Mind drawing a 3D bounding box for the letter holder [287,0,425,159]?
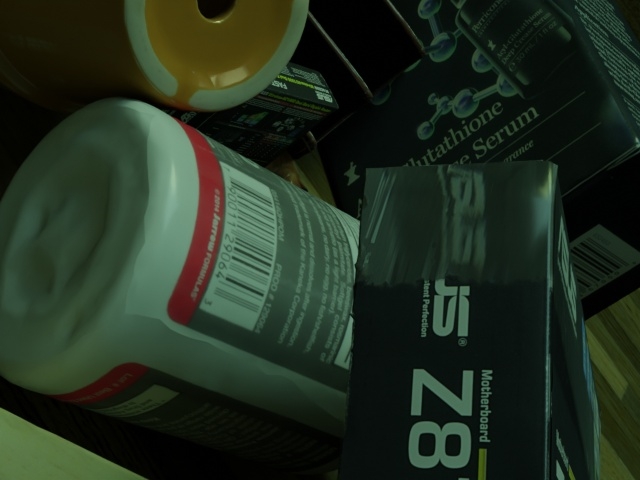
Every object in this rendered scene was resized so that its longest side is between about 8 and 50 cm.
[{"bbox_3d":[-0.055,-0.235,1.023,0.302,0.152,0.214,51,-2,-5],"label":"letter holder"}]

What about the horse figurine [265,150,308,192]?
[{"bbox_3d":[-0.103,-0.101,0.969,0.263,0.066,0.174,48,32,-16],"label":"horse figurine"}]

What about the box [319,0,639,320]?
[{"bbox_3d":[0.176,-0.119,1.188,0.212,0.293,0.395,26,36,-43],"label":"box"}]

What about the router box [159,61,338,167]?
[{"bbox_3d":[-0.057,-0.095,0.872,0.122,0.092,0.038,5,53,-58],"label":"router box"}]

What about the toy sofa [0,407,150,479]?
[{"bbox_3d":[-0.159,0.153,0.505,0.362,0.177,0.150,36,54,-34],"label":"toy sofa"}]

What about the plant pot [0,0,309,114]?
[{"bbox_3d":[-0.112,-0.163,0.728,0.205,0.205,0.188,24,3,-45],"label":"plant pot"}]

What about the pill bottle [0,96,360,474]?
[{"bbox_3d":[-0.041,0.050,0.754,0.318,0.176,0.176,28,35,-41],"label":"pill bottle"}]

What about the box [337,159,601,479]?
[{"bbox_3d":[0.091,0.187,0.609,0.395,0.097,0.318,59,32,-61],"label":"box"}]
